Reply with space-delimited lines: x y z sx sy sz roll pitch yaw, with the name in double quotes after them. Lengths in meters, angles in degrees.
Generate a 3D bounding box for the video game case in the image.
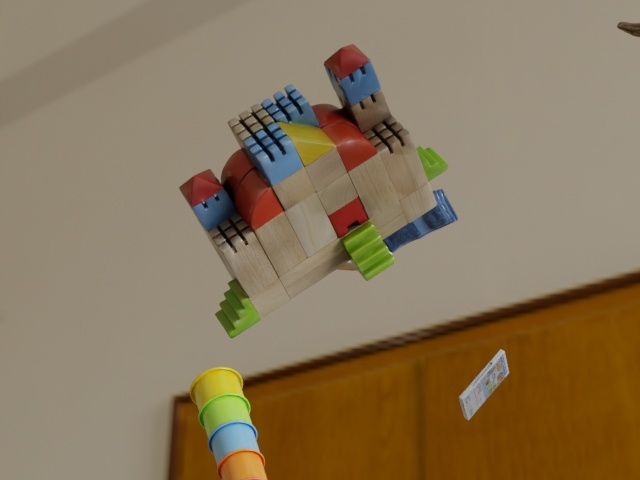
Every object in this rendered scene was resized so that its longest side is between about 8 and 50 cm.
0.299 0.263 2.323 0.011 0.122 0.087 34 -19 31 "video game case"

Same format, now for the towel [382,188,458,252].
0.141 -0.030 1.905 0.119 0.029 0.067 -24 -49 12 "towel"

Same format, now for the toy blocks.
-0.023 -0.080 1.655 0.381 0.191 0.261 -33 -45 -6 "toy blocks"

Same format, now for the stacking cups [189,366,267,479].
-0.133 0.340 2.082 0.096 0.316 0.096 -11 -53 -14 "stacking cups"

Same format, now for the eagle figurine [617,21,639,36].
0.428 -0.319 1.365 0.226 0.225 0.298 -9 -45 10 "eagle figurine"

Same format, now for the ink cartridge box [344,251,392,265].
0.000 0.000 2.218 0.212 0.093 0.154 6 -8 -24 "ink cartridge box"
